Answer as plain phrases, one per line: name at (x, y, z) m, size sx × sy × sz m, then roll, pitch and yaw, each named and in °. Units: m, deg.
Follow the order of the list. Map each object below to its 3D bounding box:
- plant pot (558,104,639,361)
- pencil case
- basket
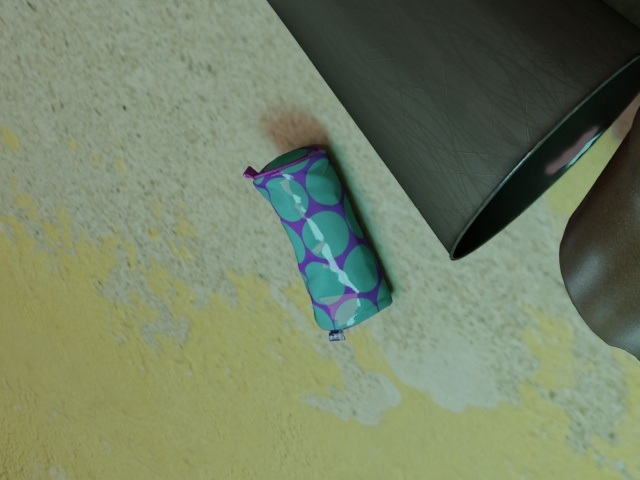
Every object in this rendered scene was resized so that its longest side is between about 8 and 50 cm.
plant pot at (0.229, -0.013, 0.822) m, size 0.167 × 0.167 × 0.165 m, roll 46°, pitch 147°, yaw 9°
pencil case at (0.000, 0.000, 1.126) m, size 0.070 × 0.064 × 0.152 m, roll -16°, pitch 107°, yaw 23°
basket at (0.073, -0.133, 0.892) m, size 0.227 × 0.154 × 0.204 m, roll 49°, pitch 140°, yaw 11°
